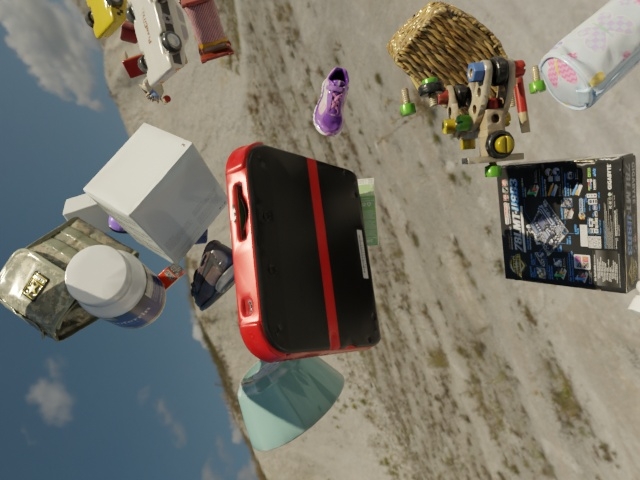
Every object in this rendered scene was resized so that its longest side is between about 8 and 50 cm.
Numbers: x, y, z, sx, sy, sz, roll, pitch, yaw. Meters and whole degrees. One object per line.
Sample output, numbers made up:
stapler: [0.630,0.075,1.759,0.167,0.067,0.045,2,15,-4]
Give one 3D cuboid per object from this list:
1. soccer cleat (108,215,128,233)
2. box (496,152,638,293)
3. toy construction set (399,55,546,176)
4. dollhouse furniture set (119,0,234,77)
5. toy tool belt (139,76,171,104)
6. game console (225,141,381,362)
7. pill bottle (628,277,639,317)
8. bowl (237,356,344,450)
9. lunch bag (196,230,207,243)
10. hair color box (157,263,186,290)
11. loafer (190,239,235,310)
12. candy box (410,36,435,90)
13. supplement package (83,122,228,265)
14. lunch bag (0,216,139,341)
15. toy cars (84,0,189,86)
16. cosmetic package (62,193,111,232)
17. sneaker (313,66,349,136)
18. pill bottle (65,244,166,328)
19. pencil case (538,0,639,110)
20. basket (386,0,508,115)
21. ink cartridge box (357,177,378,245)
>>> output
soccer cleat: [-0.446,-0.114,1.398,0.116,0.318,0.109,84,166,-65]
box: [0.562,-0.041,1.165,0.293,0.073,0.296,4,105,54]
toy construction set: [0.385,-0.260,1.134,0.257,0.308,0.238,-6,95,59]
dollhouse furniture set: [-0.498,-0.681,1.672,0.152,0.373,0.201,-114,4,-45]
toy tool belt: [-0.439,-0.391,1.333,0.083,0.052,0.051,43,146,-23]
game console: [-0.022,0.021,0.949,0.341,0.060,0.387,8,-109,-50]
pill bottle: [0.496,0.053,0.700,0.078,0.137,0.078,29,-179,-1]
bowl: [-0.104,0.404,1.389,0.163,0.311,0.311,57,180,-6]
lunch bag: [-0.464,-0.019,1.874,0.098,0.065,0.067,-4,-82,-56]
hair color box: [-0.431,0.123,1.337,0.043,0.141,0.072,47,-171,-5]
loafer: [-0.242,0.077,1.145,0.095,0.109,0.302,47,149,-2]
candy box: [0.341,-0.607,1.709,0.187,0.109,0.053,55,-159,-17]
supplement package: [-0.337,-0.096,1.066,0.149,0.194,0.203,25,158,26]
lunch bag: [-0.649,0.102,1.290,0.235,0.287,0.169,27,136,18]
toy cars: [-0.348,-0.439,0.953,0.393,0.087,0.177,42,124,27]
cosmetic package: [-0.658,-0.098,1.565,0.086,0.230,0.117,-111,6,-47]
sneaker: [0.041,-0.428,1.521,0.104,0.095,0.237,127,154,-64]
pill bottle: [-0.456,0.108,1.136,0.265,0.153,0.153,94,154,-72]
pencil case: [0.502,-0.335,0.827,0.124,0.273,0.113,54,-178,27]
basket: [0.354,-0.494,1.359,0.299,0.213,0.223,36,-157,-17]
ink cartridge box: [0.113,-0.018,1.219,0.171,0.056,0.235,-75,-20,-69]
